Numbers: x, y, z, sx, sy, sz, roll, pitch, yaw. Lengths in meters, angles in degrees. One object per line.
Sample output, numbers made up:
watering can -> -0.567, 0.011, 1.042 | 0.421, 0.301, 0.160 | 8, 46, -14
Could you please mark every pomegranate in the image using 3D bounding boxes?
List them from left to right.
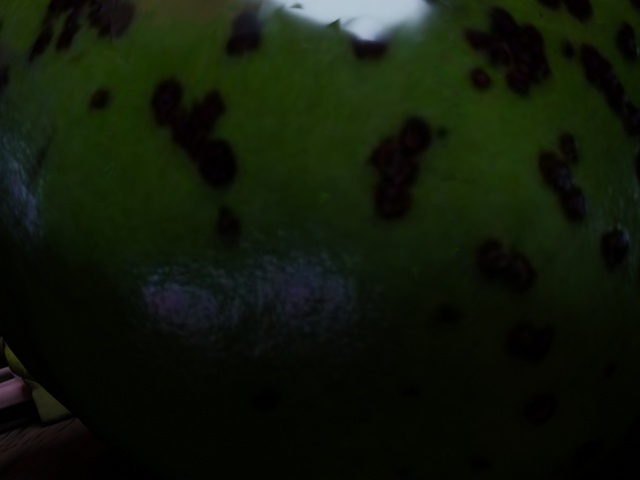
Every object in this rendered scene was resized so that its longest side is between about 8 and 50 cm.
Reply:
pomegranate -> 0.004, -0.035, 0.509 | 0.254, 0.270, 0.254 | -11, 34, 8

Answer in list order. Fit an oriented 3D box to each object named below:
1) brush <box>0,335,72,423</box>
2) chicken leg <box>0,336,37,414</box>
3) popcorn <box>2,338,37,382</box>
brush -> -0.198, 0.071, 1.015 | 0.233, 0.103, 0.047 | -20, 2, 12
chicken leg -> -0.155, 0.069, 1.088 | 0.178, 0.070, 0.093 | -13, -1, -1
popcorn -> -0.056, -0.007, 0.772 | 0.266, 0.192, 0.233 | -1, 4, 13
